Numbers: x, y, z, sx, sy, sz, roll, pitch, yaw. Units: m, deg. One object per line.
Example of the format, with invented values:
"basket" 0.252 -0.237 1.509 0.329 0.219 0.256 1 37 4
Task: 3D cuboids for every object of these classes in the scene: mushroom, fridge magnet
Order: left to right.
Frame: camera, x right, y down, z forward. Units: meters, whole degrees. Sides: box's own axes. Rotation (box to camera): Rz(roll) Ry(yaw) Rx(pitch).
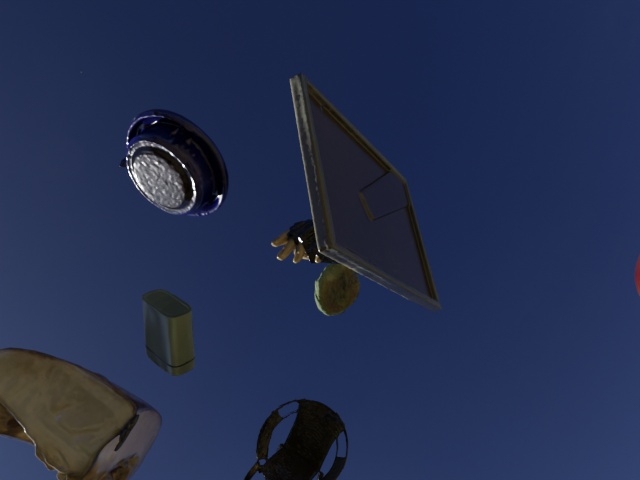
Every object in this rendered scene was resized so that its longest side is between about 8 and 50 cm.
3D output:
"mushroom" -0.592 0.394 1.126 0.397 0.314 0.225 27 -107 8
"fridge magnet" -0.326 -0.161 1.065 0.113 0.265 0.266 -56 -50 -43

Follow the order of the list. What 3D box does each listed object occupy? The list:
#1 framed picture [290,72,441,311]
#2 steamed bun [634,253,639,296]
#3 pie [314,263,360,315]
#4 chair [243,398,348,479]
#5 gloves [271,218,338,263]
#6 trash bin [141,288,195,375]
"framed picture" 0.072 -0.046 0.640 0.020 0.241 0.324 -23 -28 25
"steamed bun" 0.359 -0.011 0.207 0.248 0.379 0.235 -43 -102 -7
"pie" 0.057 0.152 1.521 0.186 0.041 0.187 -11 -72 -37
"chair" -0.048 0.425 0.913 0.149 0.174 0.213 -3 -64 -66
"gloves" 0.000 0.000 1.017 0.203 0.164 0.124 8 -115 -9
"trash bin" -0.291 0.174 0.915 0.059 0.116 0.130 -22 -56 -46
